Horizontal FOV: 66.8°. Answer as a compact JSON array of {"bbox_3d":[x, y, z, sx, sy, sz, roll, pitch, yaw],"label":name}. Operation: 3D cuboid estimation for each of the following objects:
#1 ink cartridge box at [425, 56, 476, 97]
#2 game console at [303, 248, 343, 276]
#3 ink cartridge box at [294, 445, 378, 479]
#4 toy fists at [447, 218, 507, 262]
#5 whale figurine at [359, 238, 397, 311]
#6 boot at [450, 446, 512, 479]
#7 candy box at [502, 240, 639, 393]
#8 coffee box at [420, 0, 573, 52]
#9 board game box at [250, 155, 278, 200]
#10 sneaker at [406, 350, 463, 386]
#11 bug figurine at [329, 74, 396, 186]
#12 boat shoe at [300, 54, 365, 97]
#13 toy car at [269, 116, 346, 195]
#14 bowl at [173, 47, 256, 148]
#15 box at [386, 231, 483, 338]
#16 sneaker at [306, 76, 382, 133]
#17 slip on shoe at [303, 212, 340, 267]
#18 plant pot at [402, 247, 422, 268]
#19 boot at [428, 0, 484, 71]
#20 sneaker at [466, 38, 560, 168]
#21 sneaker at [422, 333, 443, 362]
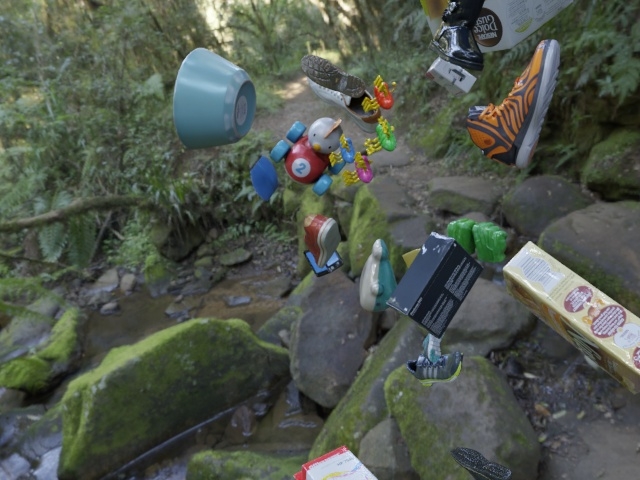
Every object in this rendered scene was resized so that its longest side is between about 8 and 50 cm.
[{"bbox_3d":[0.414,-0.521,1.545,0.135,0.056,0.099,33,6,-6],"label":"ink cartridge box"},{"bbox_3d":[0.014,0.079,2.223,0.124,0.144,0.085,-34,-14,17],"label":"game console"},{"bbox_3d":[0.044,0.596,1.188,0.134,0.078,0.231,-11,21,-32],"label":"ink cartridge box"},{"bbox_3d":[0.607,-0.011,1.890,0.096,0.142,0.279,-24,19,-22],"label":"toy fists"},{"bbox_3d":[0.226,0.135,1.793,0.141,0.272,0.216,8,23,-1],"label":"whale figurine"},{"bbox_3d":[0.477,0.720,1.452,0.077,0.137,0.198,-14,13,-30],"label":"boot"},{"bbox_3d":[0.521,0.153,0.968,0.087,0.183,0.316,-46,58,1],"label":"candy box"},{"bbox_3d":[0.589,-0.872,1.672,0.338,0.334,0.338,-39,29,-17],"label":"coffee box"},{"bbox_3d":[-0.214,-0.222,1.765,0.033,0.133,0.168,-8,35,29],"label":"board game box"},{"bbox_3d":[0.452,0.501,1.932,0.300,0.121,0.111,-47,16,51],"label":"sneaker"},{"bbox_3d":[0.121,-0.262,1.236,0.072,0.279,0.216,10,50,-25],"label":"bug figurine"},{"bbox_3d":[0.031,-0.416,1.247,0.178,0.064,0.060,26,11,-3],"label":"boat shoe"},{"bbox_3d":[-0.006,-0.306,1.561,0.210,0.219,0.238,-56,7,-31],"label":"toy car"},{"bbox_3d":[-0.306,-0.424,1.510,0.163,0.311,0.311,12,30,11],"label":"bowl"},{"bbox_3d":[0.348,0.135,1.464,0.261,0.184,0.103,-56,37,-6],"label":"box"},{"bbox_3d":[0.075,-0.450,1.455,0.106,0.290,0.123,-49,-11,-4],"label":"sneaker"},{"bbox_3d":[0.000,0.000,1.652,0.101,0.331,0.123,30,73,15],"label":"slip on shoe"},{"bbox_3d":[0.330,0.061,1.552,0.081,0.081,0.083,-7,-24,-44],"label":"plant pot"},{"bbox_3d":[0.383,-0.575,1.270,0.094,0.207,0.246,6,34,-18],"label":"boot"},{"bbox_3d":[0.458,-0.334,1.193,0.180,0.321,0.124,23,41,25],"label":"sneaker"},{"bbox_3d":[0.426,0.381,1.869,0.065,0.166,0.076,20,-15,-20],"label":"sneaker"}]
